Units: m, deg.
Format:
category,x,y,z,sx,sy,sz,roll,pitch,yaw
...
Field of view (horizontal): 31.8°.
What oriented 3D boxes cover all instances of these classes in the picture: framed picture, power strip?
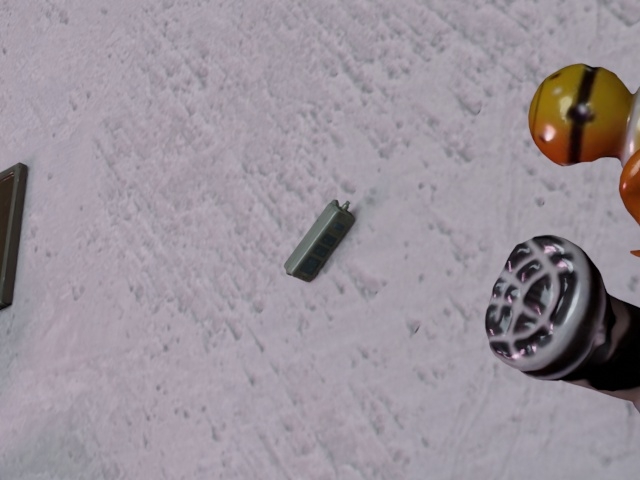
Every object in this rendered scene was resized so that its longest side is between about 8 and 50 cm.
category,x,y,z,sx,sy,sz,roll,pitch,yaw
framed picture,-0.455,0.023,1.388,0.260,0.023,0.189,-20,59,37
power strip,0.000,0.000,0.961,0.083,0.027,0.017,-54,48,11

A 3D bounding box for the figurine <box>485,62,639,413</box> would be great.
category,x,y,z,sx,sy,sz,roll,pitch,yaw
figurine,0.269,-0.019,0.596,0.320,0.196,0.323,33,106,11
